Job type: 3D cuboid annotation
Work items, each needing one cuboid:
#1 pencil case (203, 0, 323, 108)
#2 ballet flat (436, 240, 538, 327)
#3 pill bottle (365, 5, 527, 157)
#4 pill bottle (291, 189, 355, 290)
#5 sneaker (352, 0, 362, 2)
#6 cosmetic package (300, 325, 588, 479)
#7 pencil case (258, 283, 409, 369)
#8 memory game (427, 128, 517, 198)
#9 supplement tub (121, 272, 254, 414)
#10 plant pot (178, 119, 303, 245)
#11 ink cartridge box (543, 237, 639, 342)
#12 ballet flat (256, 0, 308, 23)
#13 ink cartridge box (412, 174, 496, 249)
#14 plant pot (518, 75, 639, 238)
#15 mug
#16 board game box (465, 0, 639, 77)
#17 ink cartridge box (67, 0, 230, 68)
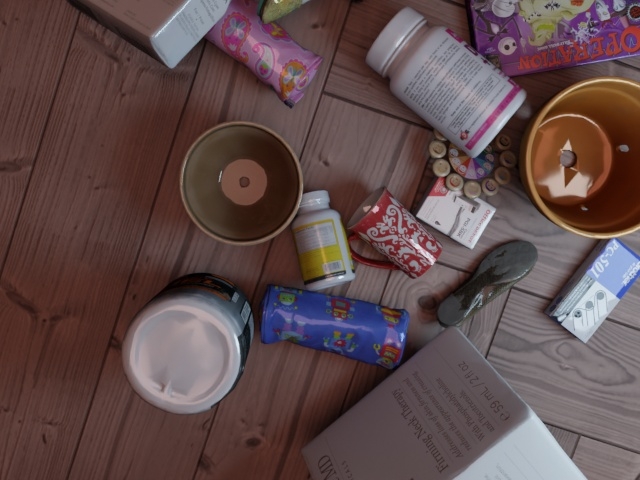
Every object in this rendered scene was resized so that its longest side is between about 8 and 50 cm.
[{"bbox_3d":[-0.132,-0.384,1.454,0.284,0.124,0.124,39,93,-6],"label":"pencil case"},{"bbox_3d":[0.340,0.093,1.553,0.250,0.058,0.084,-41,60,-3],"label":"ballet flat"},{"bbox_3d":[0.234,-0.303,1.443,0.283,0.160,0.160,40,93,4],"label":"pill bottle"},{"bbox_3d":[0.000,0.000,1.495,0.103,0.103,0.184,-13,83,-1],"label":"pill bottle"},{"bbox_3d":[0.106,-0.574,1.468,0.086,0.085,0.237,31,99,23],"label":"sneaker"},{"bbox_3d":[0.240,0.447,1.405,0.393,0.329,0.327,-40,115,1],"label":"cosmetic package"},{"bbox_3d":[0.025,0.173,1.515,0.305,0.119,0.133,12,133,-4],"label":"pencil case"},{"bbox_3d":[0.302,-0.172,1.511,0.186,0.012,0.186,2,77,-10],"label":"memory game"},{"bbox_3d":[-0.228,0.172,1.393,0.207,0.338,0.207,0,95,-2],"label":"supplement tub"},{"bbox_3d":[-0.152,-0.112,1.482,0.237,0.110,0.238,0,95,-2],"label":"plant pot"},{"bbox_3d":[0.565,0.098,1.562,0.097,0.046,0.207,37,93,-6],"label":"ink cartridge box"},{"bbox_3d":[-0.001,-0.536,1.407,0.123,0.123,0.349,24,74,-4],"label":"ballet flat"},{"bbox_3d":[0.269,-0.058,1.530,0.135,0.056,0.099,30,93,-4],"label":"ink cartridge box"},{"bbox_3d":[0.504,-0.156,1.455,0.290,0.203,0.291,0,95,-3],"label":"plant pot"},{"bbox_3d":[0.143,-0.006,1.522,0.169,0.150,0.113,40,57,-9],"label":"mug"},{"bbox_3d":[0.467,-0.443,1.505,0.346,0.056,0.208,-10,100,-1],"label":"board game box"},{"bbox_3d":[-0.255,-0.527,1.388,0.308,0.091,0.385,35,77,30],"label":"ink cartridge box"}]
